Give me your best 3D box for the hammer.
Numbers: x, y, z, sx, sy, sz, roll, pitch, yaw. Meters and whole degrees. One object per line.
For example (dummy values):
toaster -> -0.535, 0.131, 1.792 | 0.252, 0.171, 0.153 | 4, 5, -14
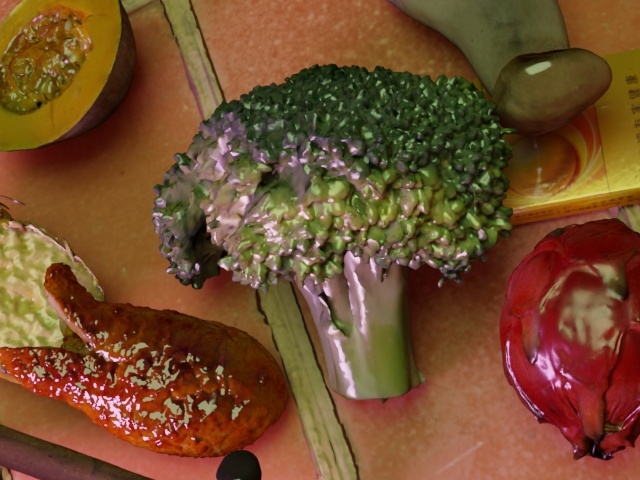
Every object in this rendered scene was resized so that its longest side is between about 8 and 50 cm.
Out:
hammer -> -0.219, 0.212, 1.269 | 0.440, 0.168, 0.044 | 12, 43, 31

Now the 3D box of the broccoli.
broccoli -> -0.011, -0.016, 1.214 | 0.375, 0.249, 0.301 | -8, 71, 32

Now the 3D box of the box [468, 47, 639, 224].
box -> 0.227, -0.095, 1.302 | 0.269, 0.043, 0.152 | -10, 63, 14

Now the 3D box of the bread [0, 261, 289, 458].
bread -> -0.162, 0.117, 1.270 | 0.269, 0.095, 0.139 | 24, 63, -3

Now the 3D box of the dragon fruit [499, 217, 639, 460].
dragon fruit -> 0.236, 0.075, 1.155 | 0.172, 0.172, 0.209 | -8, 61, 14

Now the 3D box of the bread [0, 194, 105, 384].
bread -> -0.350, 0.041, 1.365 | 0.261, 0.147, 0.160 | 26, 71, -8

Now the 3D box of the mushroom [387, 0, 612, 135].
mushroom -> 0.164, -0.214, 1.314 | 0.159, 0.122, 0.328 | -50, 40, 28

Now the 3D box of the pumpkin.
pumpkin -> -0.273, -0.176, 1.476 | 0.217, 0.110, 0.217 | -11, 67, 27
